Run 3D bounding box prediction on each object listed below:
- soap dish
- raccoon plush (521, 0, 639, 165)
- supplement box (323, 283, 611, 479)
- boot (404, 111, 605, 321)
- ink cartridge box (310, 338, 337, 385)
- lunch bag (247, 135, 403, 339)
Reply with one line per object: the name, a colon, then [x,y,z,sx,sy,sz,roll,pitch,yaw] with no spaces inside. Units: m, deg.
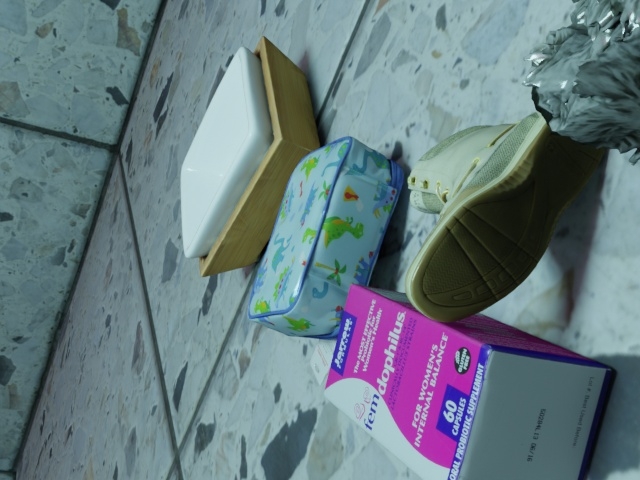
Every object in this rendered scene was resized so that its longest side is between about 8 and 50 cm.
soap dish: [-0.109,-0.116,1.194,0.291,0.118,0.229,-55,33,38]
raccoon plush: [0.234,-0.227,0.354,0.446,0.216,0.299,105,169,-71]
supplement box: [0.104,0.116,0.648,0.220,0.113,0.111,20,98,66]
boot: [0.117,-0.025,0.661,0.213,0.077,0.165,-49,18,-16]
ink cartridge box: [0.020,0.121,0.914,0.083,0.028,0.048,-66,26,21]
lunch bag: [0.000,0.000,0.907,0.176,0.090,0.219,-18,50,63]
